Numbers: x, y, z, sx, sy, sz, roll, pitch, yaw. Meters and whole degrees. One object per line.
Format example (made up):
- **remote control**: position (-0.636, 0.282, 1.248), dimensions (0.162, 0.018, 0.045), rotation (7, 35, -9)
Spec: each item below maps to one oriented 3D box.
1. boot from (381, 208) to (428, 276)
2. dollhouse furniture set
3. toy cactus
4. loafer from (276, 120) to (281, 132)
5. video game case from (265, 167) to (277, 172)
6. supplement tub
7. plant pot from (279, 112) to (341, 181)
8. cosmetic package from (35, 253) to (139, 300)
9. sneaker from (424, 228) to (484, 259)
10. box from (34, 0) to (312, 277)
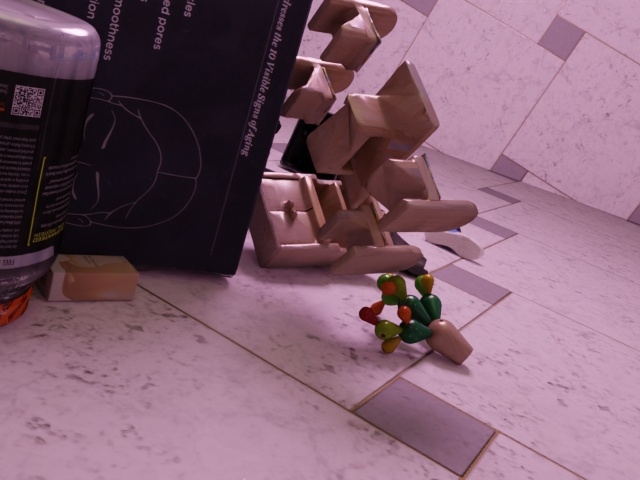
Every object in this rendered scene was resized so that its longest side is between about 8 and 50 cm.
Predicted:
- **boot**: position (0.162, 0.012, 1.476), dimensions (0.137, 0.077, 0.198), rotation (23, 30, -1)
- **dollhouse furniture set**: position (0.076, -0.114, 1.145), dimensions (0.256, 0.394, 0.362), rotation (-1, 62, -35)
- **toy cactus**: position (0.148, 0.126, 1.077), dimensions (0.180, 0.112, 0.219), rotation (41, 19, 9)
- **loafer**: position (-0.206, -0.310, 2.070), dimensions (0.095, 0.109, 0.302), rotation (44, 31, 17)
- **video game case**: position (-0.212, -0.156, 1.457), dimensions (0.196, 0.026, 0.274), rotation (20, -6, -24)
- **supplement tub**: position (-0.369, -0.088, 0.747), dimensions (0.207, 0.338, 0.207), rotation (16, 17, -5)
- **plant pot**: position (0.031, -0.255, 1.993), dimensions (0.187, 0.188, 0.167), rotation (27, 7, 28)
- **cosmetic package**: position (-0.301, 0.048, 0.905), dimensions (0.115, 0.041, 0.060), rotation (2, 23, -43)
- **sneaker**: position (0.337, -0.003, 1.708), dimensions (0.152, 0.058, 0.084), rotation (20, 24, 29)
- **box**: position (-0.319, -0.235, 1.017), dimensions (0.471, 0.480, 0.297), rotation (9, 17, -28)
